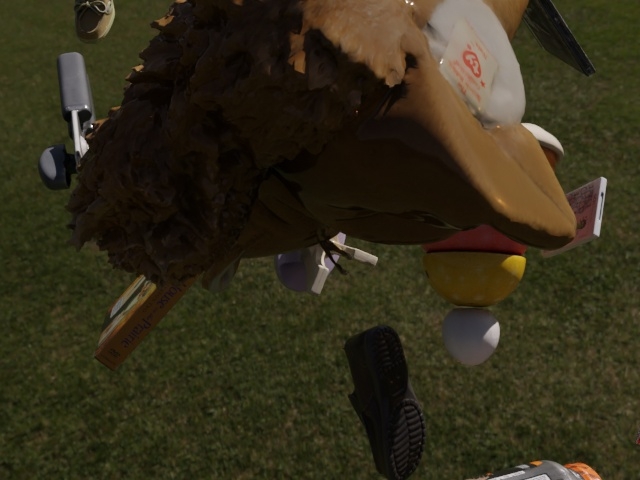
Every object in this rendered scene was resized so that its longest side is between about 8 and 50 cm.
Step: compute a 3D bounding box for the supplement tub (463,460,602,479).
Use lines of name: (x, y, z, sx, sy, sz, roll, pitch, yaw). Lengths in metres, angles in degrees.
supplement tub: (0.364, 0.537, 1.361, 0.338, 0.207, 0.207, -9, 32, -14)

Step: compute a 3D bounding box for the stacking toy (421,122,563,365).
stacking toy: (0.313, 0.015, 1.491, 0.350, 0.480, 0.350, 3, -8, 0)

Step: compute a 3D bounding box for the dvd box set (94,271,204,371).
dvd box set: (-0.353, 0.078, 1.688, 0.420, 0.062, 0.307, -47, 18, 4)

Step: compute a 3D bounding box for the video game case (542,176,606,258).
video game case: (0.539, -0.047, 1.547, 0.019, 0.157, 0.143, 25, 64, -15)

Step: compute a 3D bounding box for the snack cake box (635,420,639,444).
snack cake box: (0.729, 0.314, 1.397, 0.152, 0.264, 0.089, 20, 42, 19)

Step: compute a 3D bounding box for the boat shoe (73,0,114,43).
boat shoe: (-0.313, -0.349, 1.012, 0.056, 0.048, 0.153, 10, 73, 5)

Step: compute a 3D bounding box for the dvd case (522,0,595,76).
dvd case: (0.339, -0.343, 1.117, 0.018, 0.164, 0.221, -37, 21, 14)

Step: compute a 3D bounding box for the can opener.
can opener: (-0.407, -0.191, 1.150, 0.095, 0.076, 0.283, -13, 50, -12)

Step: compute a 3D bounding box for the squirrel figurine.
squirrel figurine: (-0.034, -0.090, 0.651, 0.397, 0.281, 0.370, 2, -15, -43)

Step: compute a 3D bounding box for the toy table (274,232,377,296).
toy table: (0.000, 0.000, 1.769, 0.252, 0.274, 0.161, 10, 0, -25)

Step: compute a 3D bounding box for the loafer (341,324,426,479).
loafer: (0.140, 0.367, 1.646, 0.133, 0.366, 0.130, -13, 5, -41)
